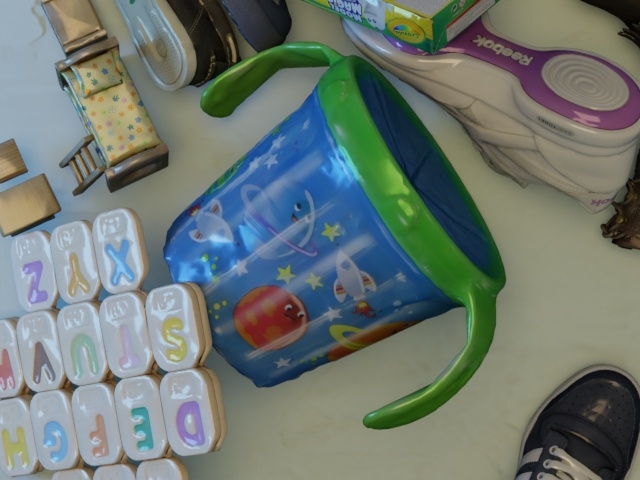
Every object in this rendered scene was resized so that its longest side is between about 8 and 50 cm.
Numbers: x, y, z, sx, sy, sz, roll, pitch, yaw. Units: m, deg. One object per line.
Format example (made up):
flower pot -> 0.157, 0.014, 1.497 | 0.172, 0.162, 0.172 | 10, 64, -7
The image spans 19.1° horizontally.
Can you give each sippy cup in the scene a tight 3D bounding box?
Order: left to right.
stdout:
sippy cup -> 0.000, 0.000, 1.586 | 0.224, 0.305, 0.240 | -33, 123, 14

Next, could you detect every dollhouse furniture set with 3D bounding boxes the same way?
dollhouse furniture set -> -0.242, -0.119, 1.645 | 0.161, 0.101, 0.182 | -26, 86, -7

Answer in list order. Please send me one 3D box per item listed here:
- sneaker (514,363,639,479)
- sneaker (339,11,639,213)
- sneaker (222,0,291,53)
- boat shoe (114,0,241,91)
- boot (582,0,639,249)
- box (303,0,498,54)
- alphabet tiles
sneaker -> 0.187, 0.232, 1.586 | 0.099, 0.153, 0.282 | 33, 91, 4
sneaker -> 0.134, -0.122, 1.620 | 0.305, 0.152, 0.114 | 34, 57, 27
sneaker -> -0.064, -0.324, 1.647 | 0.131, 0.112, 0.319 | -20, 88, 7
boat shoe -> -0.144, -0.242, 1.680 | 0.079, 0.084, 0.233 | -18, 77, -34
boot -> 0.296, -0.101, 1.625 | 0.263, 0.091, 0.229 | 25, 98, 12
box -> 0.055, -0.224, 1.593 | 0.179, 0.043, 0.105 | 29, 54, 32
alphabet tiles -> -0.191, 0.120, 1.603 | 0.284, 0.021, 0.278 | -12, 87, 42
